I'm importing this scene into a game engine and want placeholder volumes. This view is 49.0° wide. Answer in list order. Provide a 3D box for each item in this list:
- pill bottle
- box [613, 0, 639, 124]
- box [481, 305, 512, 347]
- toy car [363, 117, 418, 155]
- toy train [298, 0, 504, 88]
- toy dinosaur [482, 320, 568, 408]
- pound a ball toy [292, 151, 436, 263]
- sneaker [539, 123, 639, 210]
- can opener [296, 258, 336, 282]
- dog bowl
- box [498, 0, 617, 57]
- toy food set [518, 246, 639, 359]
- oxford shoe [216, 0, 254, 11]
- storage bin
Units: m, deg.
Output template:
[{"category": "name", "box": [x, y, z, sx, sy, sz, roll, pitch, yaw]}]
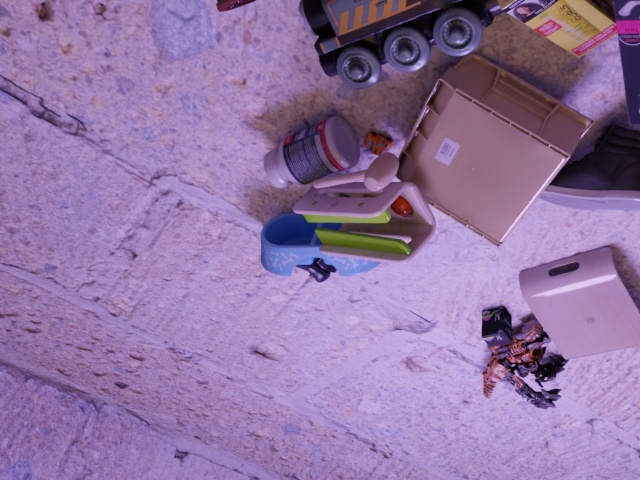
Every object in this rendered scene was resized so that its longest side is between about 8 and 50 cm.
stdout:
[{"category": "pill bottle", "box": [-0.022, -0.171, 1.415, 0.180, 0.108, 0.108, -18, 131, 31]}, {"category": "box", "box": [0.542, -0.315, 1.037, 0.165, 0.143, 0.270, 7, 144, 36]}, {"category": "box", "box": [0.444, 0.217, 1.767, 0.062, 0.083, 0.052, -18, 132, 32]}, {"category": "toy car", "box": [0.137, -0.206, 1.383, 0.060, 0.040, 0.122, 31, 137, -21]}, {"category": "toy train", "box": [0.126, -0.375, 1.124, 0.334, 0.142, 0.190, -13, 122, 30]}, {"category": "toy dinosaur", "box": [0.528, 0.328, 1.866, 0.218, 0.164, 0.322, 29, 158, 2]}, {"category": "pound a ball toy", "box": [0.082, -0.080, 1.343, 0.319, 0.136, 0.208, 5, 134, 54]}, {"category": "sneaker", "box": [0.514, -0.140, 1.326, 0.105, 0.146, 0.296, 18, 175, -33]}, {"category": "can opener", "box": [-0.040, 0.051, 1.709, 0.186, 0.059, 0.073, 23, 98, -35]}, {"category": "dog bowl", "box": [0.000, 0.000, 1.578, 0.297, 0.166, 0.074, -1, 128, 17]}, {"category": "box", "box": [0.361, -0.353, 1.060, 0.232, 0.058, 0.087, 9, 150, -44]}, {"category": "toy food set", "box": [0.634, 0.154, 1.655, 0.220, 0.092, 0.306, -20, 122, 35]}, {"category": "oxford shoe", "box": [-0.063, -0.482, 1.081, 0.348, 0.123, 0.130, -27, 100, 39]}, {"category": "storage bin", "box": [0.298, -0.162, 1.281, 0.260, 0.123, 0.262, 33, 141, 8]}]
